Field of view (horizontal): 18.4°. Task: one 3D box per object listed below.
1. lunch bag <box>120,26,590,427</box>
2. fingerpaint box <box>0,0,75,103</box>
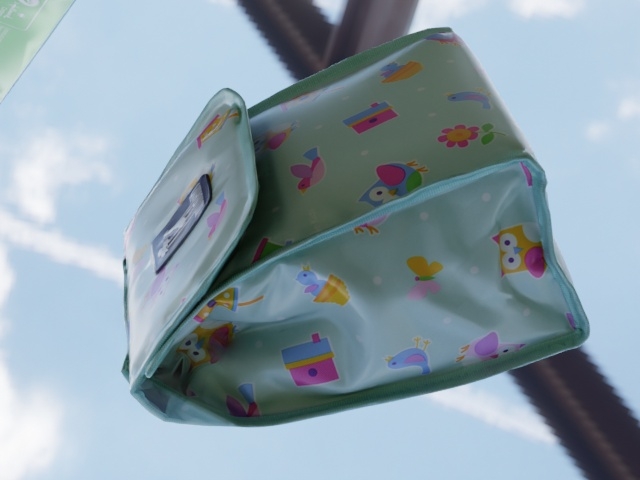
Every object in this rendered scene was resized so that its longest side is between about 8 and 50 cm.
[{"bbox_3d":[0.000,0.000,1.190,0.262,0.160,0.223,-19,-153,2],"label":"lunch bag"},{"bbox_3d":[-0.232,-0.337,1.532,0.163,0.445,0.371,19,-108,-16],"label":"fingerpaint box"}]
